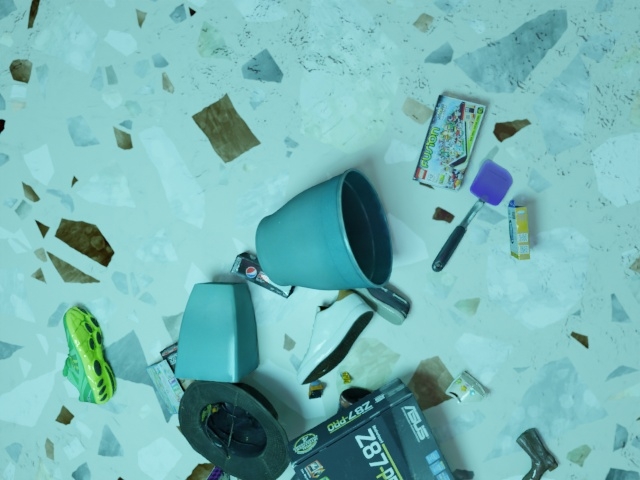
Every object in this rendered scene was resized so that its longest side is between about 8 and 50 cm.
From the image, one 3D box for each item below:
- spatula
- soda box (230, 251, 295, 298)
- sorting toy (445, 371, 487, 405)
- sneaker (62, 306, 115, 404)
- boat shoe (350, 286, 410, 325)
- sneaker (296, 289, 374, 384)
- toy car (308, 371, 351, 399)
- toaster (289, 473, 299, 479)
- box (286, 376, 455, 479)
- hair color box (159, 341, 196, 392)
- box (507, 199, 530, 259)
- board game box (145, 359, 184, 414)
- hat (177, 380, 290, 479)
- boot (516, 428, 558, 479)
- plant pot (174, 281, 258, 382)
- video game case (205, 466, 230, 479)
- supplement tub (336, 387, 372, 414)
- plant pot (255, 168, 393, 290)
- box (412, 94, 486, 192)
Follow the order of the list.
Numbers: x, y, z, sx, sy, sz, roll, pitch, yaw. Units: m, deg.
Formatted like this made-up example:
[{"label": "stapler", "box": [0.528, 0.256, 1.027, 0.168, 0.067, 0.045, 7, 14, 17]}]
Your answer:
[{"label": "spatula", "box": [0.356, -0.049, 1.073, 0.084, 0.030, 0.296, 31, 101, 4]}, {"label": "soda box", "box": [-0.146, 0.090, 1.170, 0.169, 0.060, 0.053, 25, 101, 7]}, {"label": "sorting toy", "box": [0.358, 0.377, 1.116, 0.083, 0.045, 0.075, 42, 109, 4]}, {"label": "sneaker", "box": [-0.693, 0.338, 1.277, 0.124, 0.109, 0.295, -13, 94, 8]}, {"label": "boat shoe", "box": [0.136, 0.131, 1.132, 0.206, 0.075, 0.065, 37, 59, 10]}, {"label": "sneaker", "box": [0.017, 0.245, 1.153, 0.290, 0.106, 0.123, -54, 54, 17]}, {"label": "toy car", "box": [0.021, 0.387, 1.193, 0.122, 0.060, 0.040, -16, 49, -4]}, {"label": "toaster", "box": [-0.015, 0.691, 1.185, 0.186, 0.110, 0.168, 37, 101, 5]}, {"label": "box", "box": [0.146, 0.579, 1.069, 0.319, 0.097, 0.394, -28, 103, -9]}, {"label": "hair color box", "box": [-0.384, 0.355, 1.253, 0.072, 0.043, 0.141, -29, 91, 13]}, {"label": "box", "box": [0.458, -0.027, 1.030, 0.028, 0.081, 0.136, -3, 96, 11]}, {"label": "board game box", "box": [-0.429, 0.415, 1.250, 0.104, 0.026, 0.154, -27, 91, 46]}, {"label": "hat", "box": [-0.206, 0.476, 1.179, 0.332, 0.134, 0.330, 7, 109, 21]}, {"label": "boot", "box": [0.514, 0.535, 1.103, 0.106, 0.037, 0.114, -36, 92, -1]}, {"label": "plant pot", "box": [-0.262, 0.227, 1.162, 0.166, 0.166, 0.233, 1, 87, 11]}, {"label": "video game case", "box": [-0.294, 0.757, 1.184, 0.042, 0.232, 0.210, -3, 95, 10]}, {"label": "supplement tub", "box": [0.087, 0.492, 1.146, 0.106, 0.106, 0.197, 10, 98, 10]}, {"label": "plant pot", "box": [0.000, 0.000, 1.043, 0.256, 0.272, 0.271, -15, 93, 27]}, {"label": "box", "box": [0.304, -0.229, 1.060, 0.114, 0.036, 0.206, 17, 99, 9]}]
